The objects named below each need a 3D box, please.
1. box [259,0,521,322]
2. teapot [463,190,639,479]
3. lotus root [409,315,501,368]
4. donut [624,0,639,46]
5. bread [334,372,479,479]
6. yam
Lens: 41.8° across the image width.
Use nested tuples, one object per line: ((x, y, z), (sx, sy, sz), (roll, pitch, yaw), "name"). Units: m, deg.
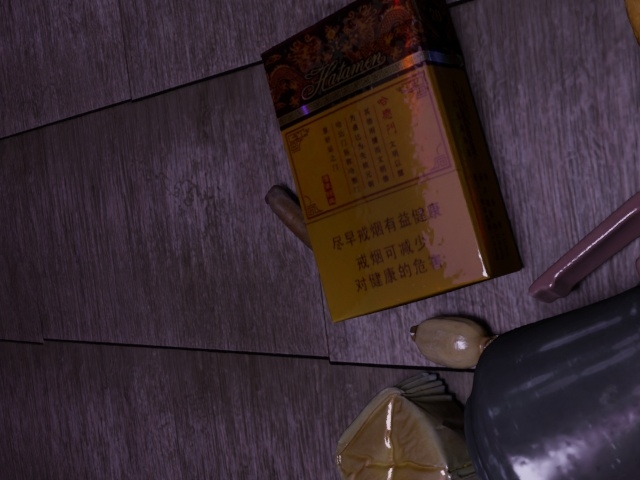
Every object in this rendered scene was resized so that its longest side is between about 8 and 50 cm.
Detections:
((0.090, -0.119, 1.163), (0.264, 0.116, 0.415), (-21, 82, 35), "box")
((0.357, 0.139, 0.897), (0.362, 0.306, 0.376), (-43, 39, 29), "teapot")
((0.187, 0.143, 1.174), (0.150, 0.062, 0.073), (3, 99, 44), "lotus root")
((0.445, -0.252, 0.811), (0.317, 0.150, 0.299), (32, 114, 35), "donut")
((0.133, 0.316, 1.213), (0.209, 0.110, 0.192), (-57, 50, 27), "bread")
((0.000, 0.000, 1.339), (0.264, 0.046, 0.046), (45, 124, 29), "yam")
